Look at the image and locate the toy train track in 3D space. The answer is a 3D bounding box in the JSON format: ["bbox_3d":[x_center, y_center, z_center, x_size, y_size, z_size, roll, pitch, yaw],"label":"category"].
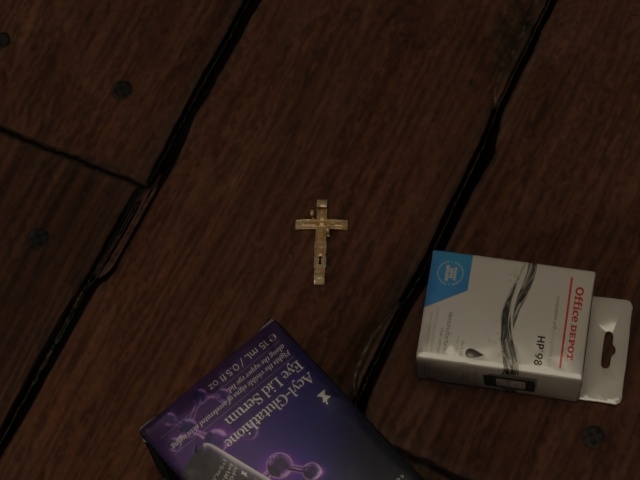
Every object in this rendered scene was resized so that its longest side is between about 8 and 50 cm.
[{"bbox_3d":[0.000,0.000,1.690,0.048,0.014,0.083,0,68,4],"label":"toy train track"}]

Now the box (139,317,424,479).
[{"bbox_3d":[-0.026,0.197,1.558,0.153,0.108,0.207,-41,70,-13],"label":"box"}]

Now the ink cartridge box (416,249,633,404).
[{"bbox_3d":[0.179,0.075,1.620,0.180,0.060,0.104,7,67,7],"label":"ink cartridge box"}]
